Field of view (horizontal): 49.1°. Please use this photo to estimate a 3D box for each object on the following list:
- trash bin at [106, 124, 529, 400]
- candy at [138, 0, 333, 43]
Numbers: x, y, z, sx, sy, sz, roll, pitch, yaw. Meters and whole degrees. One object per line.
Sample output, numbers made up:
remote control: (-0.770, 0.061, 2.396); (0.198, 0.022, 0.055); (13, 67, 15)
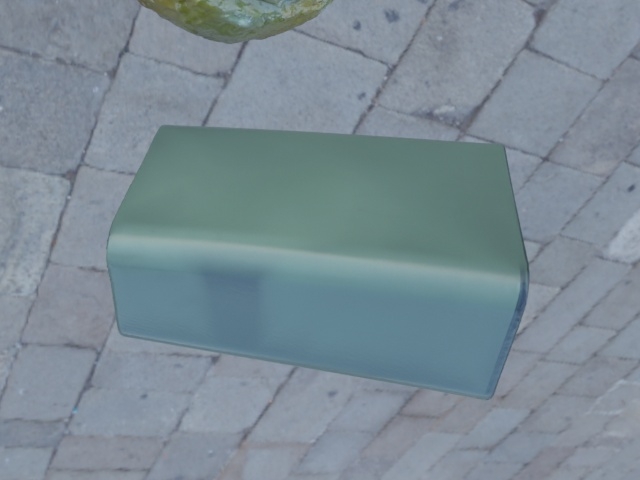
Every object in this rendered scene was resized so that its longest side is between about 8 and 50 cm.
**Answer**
trash bin: (0.000, 0.000, 0.663); (0.343, 0.223, 0.158); (8, 131, 0)
candy: (-0.077, -0.298, 0.595); (0.260, 0.118, 0.260); (-2, 93, -41)
